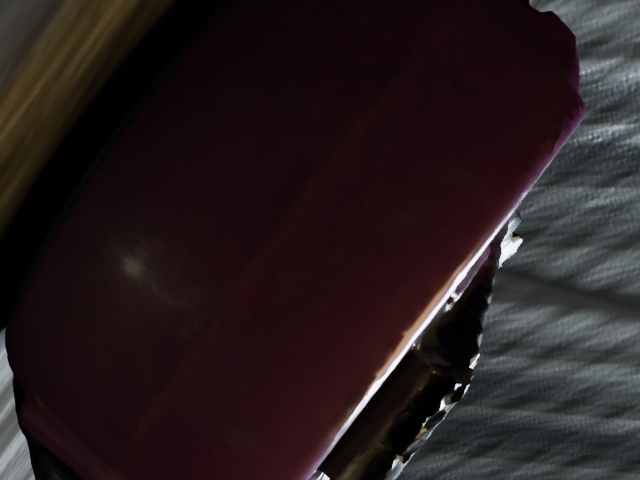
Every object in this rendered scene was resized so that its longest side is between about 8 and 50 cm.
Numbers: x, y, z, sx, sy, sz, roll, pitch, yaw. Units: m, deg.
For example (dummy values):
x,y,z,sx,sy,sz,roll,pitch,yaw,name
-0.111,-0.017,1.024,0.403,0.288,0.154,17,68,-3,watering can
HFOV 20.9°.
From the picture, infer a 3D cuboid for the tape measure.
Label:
x,y,z,sx,sy,sz,roll,pitch,yaw,name
0.000,0.000,0.647,0.231,0.149,0.245,-54,176,39,tape measure
